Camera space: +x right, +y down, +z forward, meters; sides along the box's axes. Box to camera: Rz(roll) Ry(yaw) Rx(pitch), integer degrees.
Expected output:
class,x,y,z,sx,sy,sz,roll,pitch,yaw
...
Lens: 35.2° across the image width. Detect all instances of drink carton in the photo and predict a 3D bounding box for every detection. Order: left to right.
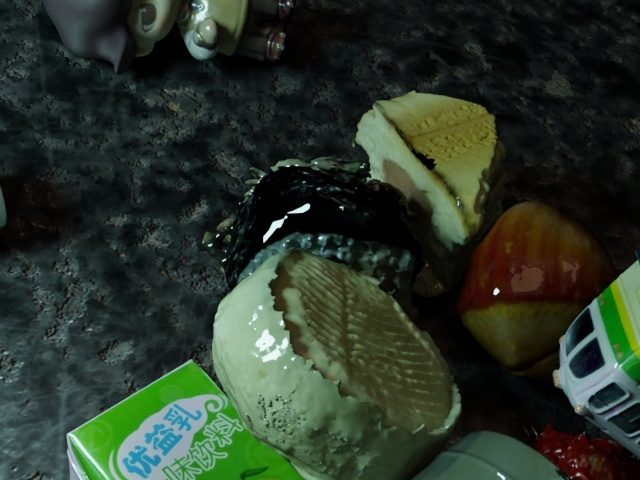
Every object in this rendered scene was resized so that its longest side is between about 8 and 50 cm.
class,x,y,z,sx,sy,sz,roll,pitch,yaw
drink carton,-0.109,0.265,0.973,0.161,0.108,0.271,-29,57,-33

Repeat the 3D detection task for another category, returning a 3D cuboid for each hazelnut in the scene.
class,x,y,z,sx,sy,sz,roll,pitch,yaw
hazelnut,0.257,0.062,1.163,0.181,0.212,0.181,-40,28,8

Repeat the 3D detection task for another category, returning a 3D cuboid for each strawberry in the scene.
class,x,y,z,sx,sy,sz,roll,pitch,yaw
strawberry,0.271,0.276,1.023,0.167,0.087,0.208,11,42,1

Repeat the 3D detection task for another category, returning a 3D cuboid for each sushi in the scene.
class,x,y,z,sx,sy,sz,roll,pitch,yaw
sushi,0.000,-0.004,1.166,0.238,0.225,0.219,30,31,-17

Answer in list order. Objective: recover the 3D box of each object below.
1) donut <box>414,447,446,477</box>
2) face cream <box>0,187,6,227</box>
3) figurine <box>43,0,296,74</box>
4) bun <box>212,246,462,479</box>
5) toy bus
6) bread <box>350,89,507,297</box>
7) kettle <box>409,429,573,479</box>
class,x,y,z,sx,sy,sz,roll,pitch,yaw
donut,0.063,0.243,1.051,0.140,0.059,0.140,5,47,-5
face cream,-0.559,-0.023,1.144,0.369,0.145,0.145,-22,55,-25
figurine,-0.225,-0.342,1.453,0.364,0.218,0.206,14,20,0
bun,0.003,0.136,0.979,0.259,0.152,0.259,33,26,-19
toy bus,0.399,0.165,1.034,0.305,0.179,0.143,36,27,-17
bread,0.117,-0.068,1.260,0.211,0.184,0.224,21,45,13
kettle,0.091,0.326,0.783,0.324,0.321,0.228,-32,86,-25
